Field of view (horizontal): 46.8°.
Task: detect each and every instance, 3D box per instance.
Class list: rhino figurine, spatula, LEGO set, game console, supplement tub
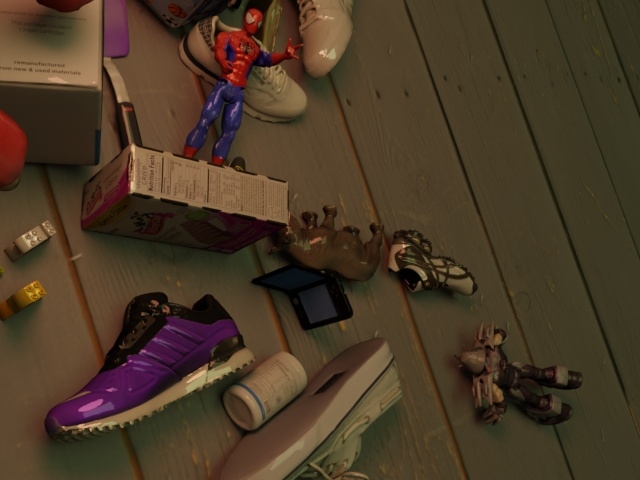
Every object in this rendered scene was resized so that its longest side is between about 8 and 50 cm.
[{"bbox_3d":[0.000,0.000,1.183,0.243,0.073,0.106,17,62,-32],"label":"rhino figurine"},{"bbox_3d":[-0.288,-0.214,1.050,0.084,0.030,0.296,-10,81,-40],"label":"spatula"},{"bbox_3d":[-0.373,0.061,0.844,0.227,0.093,0.087,-41,102,-40],"label":"LEGO set"},{"bbox_3d":[-0.028,0.085,1.096,0.071,0.122,0.107,-22,90,-41],"label":"game console"},{"bbox_3d":[-0.078,0.212,1.046,0.107,0.071,0.071,-32,96,-42],"label":"supplement tub"}]

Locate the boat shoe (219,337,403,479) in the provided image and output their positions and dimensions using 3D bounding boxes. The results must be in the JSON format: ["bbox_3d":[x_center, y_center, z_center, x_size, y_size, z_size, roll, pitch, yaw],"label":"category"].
[{"bbox_3d":[0.013,0.293,1.066,0.367,0.136,0.156,-35,102,-50],"label":"boat shoe"}]

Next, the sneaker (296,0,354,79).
[{"bbox_3d":[-0.028,-0.422,1.283,0.169,0.108,0.292,34,46,-31],"label":"sneaker"}]

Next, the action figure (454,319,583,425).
[{"bbox_3d":[0.353,0.258,1.368,0.285,0.099,0.185,25,67,-26],"label":"action figure"}]

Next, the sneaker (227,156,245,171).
[{"bbox_3d":[-0.126,-0.094,1.137,0.031,0.035,0.083,25,60,-31],"label":"sneaker"}]

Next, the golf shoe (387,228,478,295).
[{"bbox_3d":[0.195,0.063,1.328,0.198,0.077,0.094,33,71,-21],"label":"golf shoe"}]

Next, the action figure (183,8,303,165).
[{"bbox_3d":[-0.119,-0.203,1.050,0.091,0.139,0.280,18,85,-30],"label":"action figure"}]

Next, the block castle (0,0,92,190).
[{"bbox_3d":[-0.450,-0.210,0.675,0.453,0.213,0.303,10,66,11],"label":"block castle"}]

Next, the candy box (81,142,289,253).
[{"bbox_3d":[-0.180,-0.047,0.995,0.233,0.159,0.071,12,68,-35],"label":"candy box"}]

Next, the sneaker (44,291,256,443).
[{"bbox_3d":[-0.227,0.146,0.938,0.293,0.102,0.146,-19,83,-46],"label":"sneaker"}]

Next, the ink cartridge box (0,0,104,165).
[{"bbox_3d":[-0.329,-0.274,0.896,0.129,0.223,0.307,1,73,-16],"label":"ink cartridge box"}]

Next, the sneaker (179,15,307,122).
[{"bbox_3d":[-0.106,-0.268,1.176,0.235,0.095,0.090,26,59,-32],"label":"sneaker"}]

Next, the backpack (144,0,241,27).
[{"bbox_3d":[-0.184,-0.461,1.067,0.276,0.263,0.213,43,53,-21],"label":"backpack"}]

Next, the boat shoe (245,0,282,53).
[{"bbox_3d":[-0.093,-0.365,1.250,0.048,0.056,0.153,39,49,-52],"label":"boat shoe"}]
